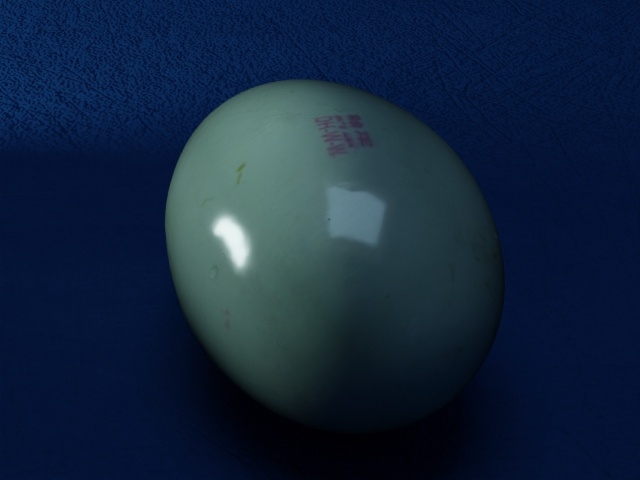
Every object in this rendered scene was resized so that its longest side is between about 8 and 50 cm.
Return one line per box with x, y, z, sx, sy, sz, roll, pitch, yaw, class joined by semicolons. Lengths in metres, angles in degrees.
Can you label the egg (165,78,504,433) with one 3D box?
0.000;0.000;1.137;0.230;0.230;0.371;-9;26;-17;egg
